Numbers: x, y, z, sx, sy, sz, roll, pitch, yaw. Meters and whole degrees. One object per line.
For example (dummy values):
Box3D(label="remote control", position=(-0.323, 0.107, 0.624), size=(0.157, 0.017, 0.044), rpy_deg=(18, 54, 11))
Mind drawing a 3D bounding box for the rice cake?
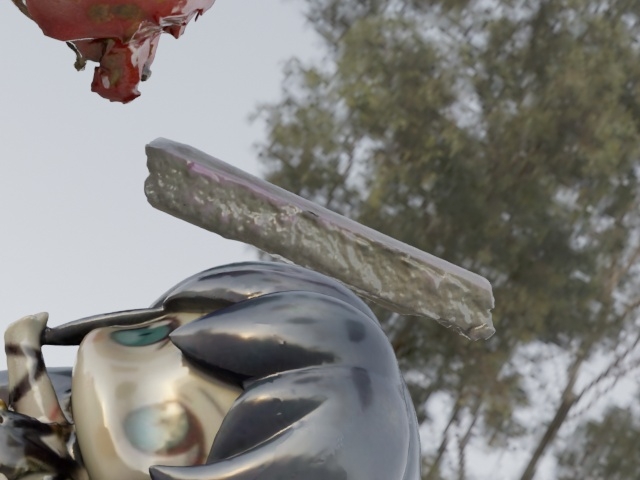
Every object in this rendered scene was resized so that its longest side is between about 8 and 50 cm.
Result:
Box3D(label="rice cake", position=(0.000, 0.001, 0.972), size=(0.270, 0.049, 0.055), rpy_deg=(24, -3, -11))

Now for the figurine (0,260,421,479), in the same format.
Box3D(label="figurine", position=(-0.088, 0.106, 0.625), size=(0.265, 0.175, 0.197), rpy_deg=(-14, -24, 13))

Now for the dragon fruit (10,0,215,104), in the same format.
Box3D(label="dragon fruit", position=(-0.127, -0.214, 0.871), size=(0.210, 0.205, 0.268), rpy_deg=(29, -47, 28))
